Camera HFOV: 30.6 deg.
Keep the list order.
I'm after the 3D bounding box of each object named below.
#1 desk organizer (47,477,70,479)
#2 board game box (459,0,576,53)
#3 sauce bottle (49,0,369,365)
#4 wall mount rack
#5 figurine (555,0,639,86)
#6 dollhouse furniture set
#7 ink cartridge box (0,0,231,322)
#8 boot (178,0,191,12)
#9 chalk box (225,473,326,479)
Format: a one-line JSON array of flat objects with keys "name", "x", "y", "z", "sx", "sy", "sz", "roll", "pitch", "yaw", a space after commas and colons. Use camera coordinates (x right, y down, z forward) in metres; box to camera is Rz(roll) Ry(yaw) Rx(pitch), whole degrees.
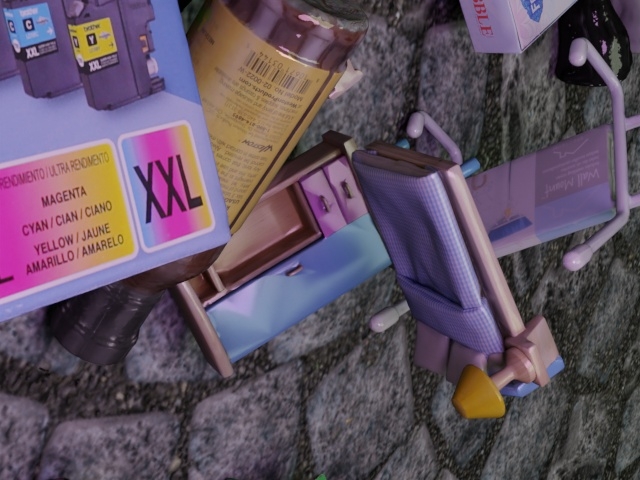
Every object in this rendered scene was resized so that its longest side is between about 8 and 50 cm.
[{"name": "desk organizer", "x": -0.190, "y": 0.226, "z": 0.946, "sx": 0.050, "sy": 0.130, "sz": 0.047, "roll": -57, "pitch": 142, "yaw": -23}, {"name": "board game box", "x": 0.226, "y": -0.409, "z": 1.212, "sx": 0.318, "sy": 0.066, "sz": 0.319, "roll": -42, "pitch": 124, "yaw": -33}, {"name": "sauce bottle", "x": -0.098, "y": -0.049, "z": 0.868, "sx": 0.111, "sy": 0.111, "sz": 0.344, "roll": 2, "pitch": 131, "yaw": -53}, {"name": "wall mount rack", "x": 0.184, "y": -0.035, "z": 1.146, "sx": 0.130, "sy": 0.350, "sz": 0.304, "roll": 41, "pitch": 42, "yaw": -34}, {"name": "figurine", "x": 0.376, "y": -0.327, "z": 1.475, "sx": 0.215, "sy": 0.092, "sz": 0.210, "roll": -33, "pitch": 125, "yaw": -41}, {"name": "dollhouse furniture set", "x": 0.000, "y": 0.000, "z": 0.905, "sx": 0.198, "sy": 0.303, "sz": 0.286, "roll": -32, "pitch": 115, "yaw": -16}, {"name": "ink cartridge box", "x": -0.217, "y": -0.152, "z": 0.522, "sx": 0.270, "sy": 0.151, "sz": 0.396, "roll": -22, "pitch": 100, "yaw": -48}, {"name": "boot", "x": -0.199, "y": -0.194, "z": 0.746, "sx": 0.260, "sy": 0.131, "sz": 0.348, "roll": -57, "pitch": 142, "yaw": -18}, {"name": "chalk box", "x": -0.050, "y": 0.329, "z": 1.161, "sx": 0.213, "sy": 0.132, "sz": 0.132, "roll": -57, "pitch": 142, "yaw": -37}]
